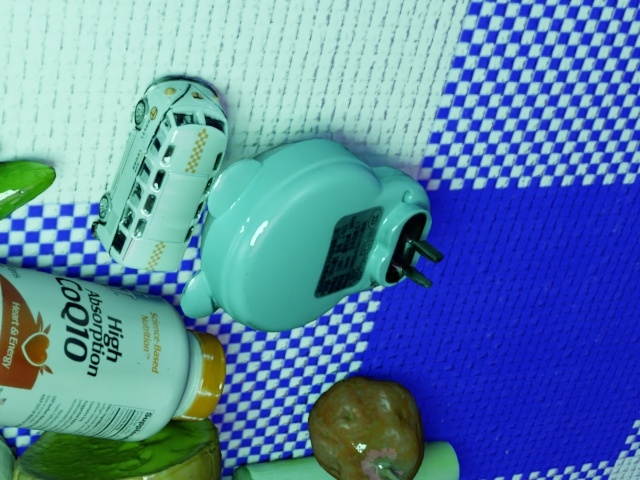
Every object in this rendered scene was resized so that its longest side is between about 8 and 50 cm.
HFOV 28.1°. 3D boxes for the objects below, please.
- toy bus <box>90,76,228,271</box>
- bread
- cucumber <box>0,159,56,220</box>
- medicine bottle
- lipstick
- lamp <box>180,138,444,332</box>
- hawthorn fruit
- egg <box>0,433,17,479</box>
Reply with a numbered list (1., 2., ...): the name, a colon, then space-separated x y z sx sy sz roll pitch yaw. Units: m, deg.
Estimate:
1. toy bus: -0.151 -0.060 1.252 0.087 0.089 0.194 8 120 -33
2. bread: -0.215 0.242 1.359 0.236 0.236 0.070 -11 104 -20
3. cucumber: -0.361 -0.007 1.207 0.250 0.056 0.056 -35 133 -2
4. medicine bottle: -0.240 0.119 1.299 0.289 0.157 0.157 14 118 -35
5. lipstick: 0.034 0.308 1.649 0.304 0.076 0.076 -3 126 -25
6. lamp: -0.006 -0.007 1.328 0.284 0.147 0.209 2 126 -26
7. hawthorn fruit: 0.053 0.250 1.551 0.149 0.189 0.149 5 127 6
8. egg: -0.455 0.326 1.323 0.337 0.201 0.337 -16 130 -20
